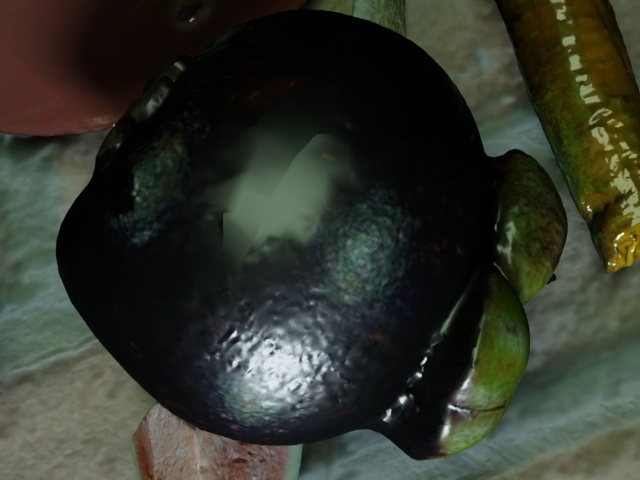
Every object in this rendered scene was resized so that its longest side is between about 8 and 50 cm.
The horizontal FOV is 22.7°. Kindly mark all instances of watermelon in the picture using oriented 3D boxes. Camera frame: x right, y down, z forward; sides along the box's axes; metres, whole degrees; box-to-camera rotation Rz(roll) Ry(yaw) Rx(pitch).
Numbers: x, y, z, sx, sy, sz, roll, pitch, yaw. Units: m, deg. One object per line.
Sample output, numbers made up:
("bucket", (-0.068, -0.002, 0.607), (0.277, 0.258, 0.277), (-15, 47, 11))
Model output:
("watermelon", (-0.051, 0.115, 0.824), (0.092, 0.072, 0.084), (-21, 88, -5))

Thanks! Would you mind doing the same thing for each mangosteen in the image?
("mangosteen", (0.000, 0.000, 0.787), (0.243, 0.243, 0.243), (-2, 72, 6))

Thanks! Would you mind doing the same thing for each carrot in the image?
("carrot", (0.137, -0.108, 0.871), (0.070, 0.070, 0.260), (-17, 71, 1))

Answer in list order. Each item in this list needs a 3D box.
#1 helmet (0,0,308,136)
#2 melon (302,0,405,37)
("helmet", (-0.164, -0.270, 0.862), (0.338, 0.230, 0.385), (-7, 68, 15))
("melon", (-0.002, -0.184, 0.934), (0.098, 0.054, 0.182), (-5, 71, 22))
